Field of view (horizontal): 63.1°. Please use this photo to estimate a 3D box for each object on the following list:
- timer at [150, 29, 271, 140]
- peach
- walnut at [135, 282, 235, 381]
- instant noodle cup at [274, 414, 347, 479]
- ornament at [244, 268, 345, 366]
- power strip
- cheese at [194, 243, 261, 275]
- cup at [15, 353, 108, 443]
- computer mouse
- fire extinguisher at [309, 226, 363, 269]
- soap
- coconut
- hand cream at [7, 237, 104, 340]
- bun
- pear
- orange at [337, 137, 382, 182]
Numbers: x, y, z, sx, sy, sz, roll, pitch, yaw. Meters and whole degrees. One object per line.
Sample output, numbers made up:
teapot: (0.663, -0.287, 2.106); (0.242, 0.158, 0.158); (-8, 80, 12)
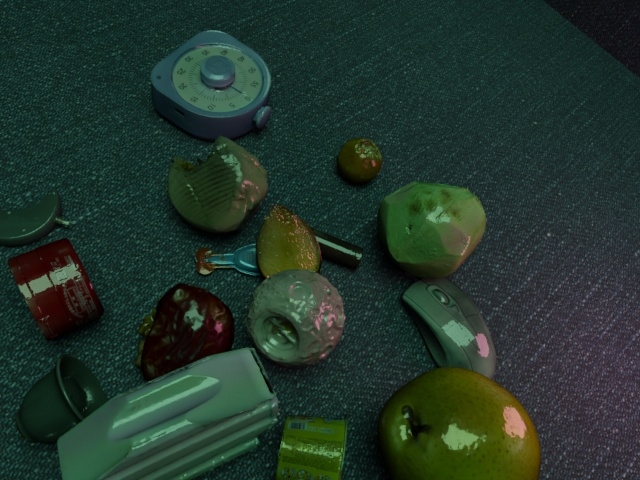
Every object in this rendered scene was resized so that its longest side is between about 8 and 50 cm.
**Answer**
timer: (-0.331, -0.508, 1.730); (0.394, 0.173, 0.395); (7, 59, -11)
peach: (-0.102, 0.025, 1.499); (0.188, 0.068, 0.280); (-18, 104, -20)
walnut: (-0.344, 0.248, 1.280); (0.243, 0.222, 0.269); (17, 69, 9)
instant noodle cup: (-0.023, 0.505, 1.233); (0.152, 0.205, 0.205); (10, 59, -1)
ornament: (-0.059, 0.195, 1.359); (0.259, 0.259, 0.225); (37, 30, 8)
power strip: (-0.821, -0.065, 1.427); (0.253, 0.054, 0.168); (-2, 65, -15)
cheese: (-0.237, 0.056, 1.517); (0.255, 0.037, 0.106); (-1, 61, -13)
cup: (-0.595, 0.382, 1.178); (0.149, 0.199, 0.199); (-32, 72, -8)
computer mouse: (0.387, 0.246, 1.525); (0.188, 0.122, 0.371); (-22, 65, -24)
fire extinguisher: (0.000, 0.000, 1.585); (0.267, 0.072, 0.089); (22, 64, -1)
soap: (-0.316, 0.415, 1.136); (0.445, 0.262, 0.156); (-21, 50, -17)
coconut: (0.319, -0.032, 1.562); (0.328, 0.281, 0.329); (3, 48, -3)
hand cream: (-0.641, 0.116, 1.273); (0.149, 0.230, 0.230); (-25, 70, -24)
bun: (-0.283, -0.153, 1.520); (0.281, 0.282, 0.204); (42, 19, 11)
pear: (0.325, 0.485, 1.235); (0.418, 0.362, 0.363); (29, 53, -33)
orange: (0.131, -0.269, 1.735); (0.154, 0.134, 0.155); (3, 66, -7)
